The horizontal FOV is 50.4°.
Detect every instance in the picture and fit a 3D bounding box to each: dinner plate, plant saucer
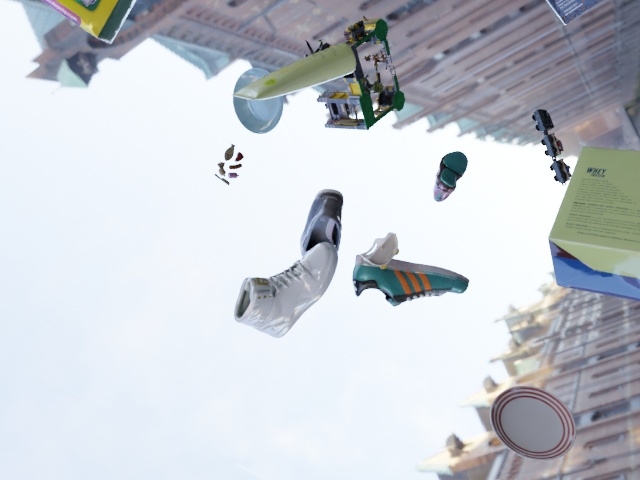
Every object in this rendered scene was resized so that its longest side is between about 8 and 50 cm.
[{"bbox_3d":[0.355,0.307,1.140,0.017,0.141,0.141,92,178,-46],"label":"dinner plate"},{"bbox_3d":[-0.177,-0.416,2.027,0.037,0.195,0.195,-23,-92,-52],"label":"plant saucer"}]

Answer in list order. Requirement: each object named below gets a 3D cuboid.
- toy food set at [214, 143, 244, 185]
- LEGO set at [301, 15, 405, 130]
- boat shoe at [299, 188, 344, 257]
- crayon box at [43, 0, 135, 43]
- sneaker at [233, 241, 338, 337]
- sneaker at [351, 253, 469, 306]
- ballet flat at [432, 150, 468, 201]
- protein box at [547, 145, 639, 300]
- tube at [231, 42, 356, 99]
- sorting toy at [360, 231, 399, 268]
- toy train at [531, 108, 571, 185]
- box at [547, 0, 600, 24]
[{"bbox_3d":[-0.274,-0.228,2.073,0.078,0.019,0.122,36,-114,-16],"label":"toy food set"},{"bbox_3d":[0.087,-0.474,1.970,0.255,0.192,0.331,-50,-48,-29],"label":"LEGO set"},{"bbox_3d":[0.000,0.000,1.865,0.335,0.112,0.095,100,178,-50],"label":"boat shoe"},{"bbox_3d":[-0.643,-0.764,1.807,0.363,0.313,0.106,35,-171,1],"label":"crayon box"},{"bbox_3d":[-0.092,0.109,1.677,0.169,0.292,0.108,26,-164,-41],"label":"sneaker"},{"bbox_3d":[0.229,0.119,1.756,0.108,0.302,0.121,94,-174,-81],"label":"sneaker"},{"bbox_3d":[0.336,-0.169,1.815,0.077,0.079,0.221,35,-143,-1],"label":"ballet flat"},{"bbox_3d":[0.499,-0.026,1.091,0.201,0.200,0.136,-61,-37,-26],"label":"protein box"},{"bbox_3d":[-0.045,-0.309,1.279,0.062,0.240,0.070,58,158,13],"label":"tube"},{"bbox_3d":[0.120,0.021,1.438,0.045,0.083,0.075,52,165,-27],"label":"sorting toy"},{"bbox_3d":[0.453,-0.182,1.323,0.036,0.027,0.158,-14,-97,-29],"label":"toy train"},{"bbox_3d":[0.536,-0.664,1.385,0.294,0.183,0.296,47,-116,-8],"label":"box"}]
